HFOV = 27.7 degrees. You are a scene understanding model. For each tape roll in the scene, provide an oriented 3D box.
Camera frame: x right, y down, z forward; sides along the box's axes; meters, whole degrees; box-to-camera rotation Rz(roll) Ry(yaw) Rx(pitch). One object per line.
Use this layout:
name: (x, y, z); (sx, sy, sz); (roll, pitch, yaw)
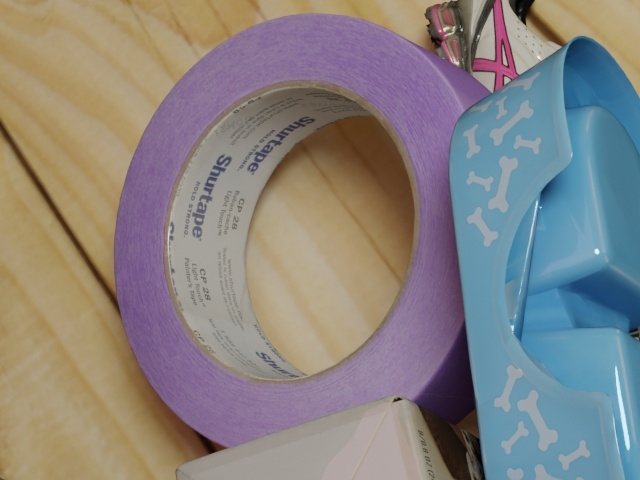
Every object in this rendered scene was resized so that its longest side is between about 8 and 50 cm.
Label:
tape roll: (0.000, 0.000, 0.822); (0.275, 0.090, 0.275); (-6, 78, 32)

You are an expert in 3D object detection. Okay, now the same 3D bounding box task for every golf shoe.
golf shoe: (0.133, -0.096, 0.856); (0.086, 0.067, 0.186); (-22, 65, 12)

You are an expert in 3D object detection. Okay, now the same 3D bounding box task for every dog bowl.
dog bowl: (0.134, 0.045, 0.647); (0.074, 0.166, 0.297); (-17, 65, 30)

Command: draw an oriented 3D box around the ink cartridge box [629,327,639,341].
ink cartridge box: (0.251, 0.095, 0.724); (0.237, 0.100, 0.172); (-17, 66, 16)

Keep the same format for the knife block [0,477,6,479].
knife block: (-0.259, 0.201, 0.904); (0.275, 0.242, 0.088); (-8, 58, 67)

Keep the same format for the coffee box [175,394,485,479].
coffee box: (0.059, 0.197, 0.651); (0.119, 0.297, 0.168); (-20, 66, 17)
